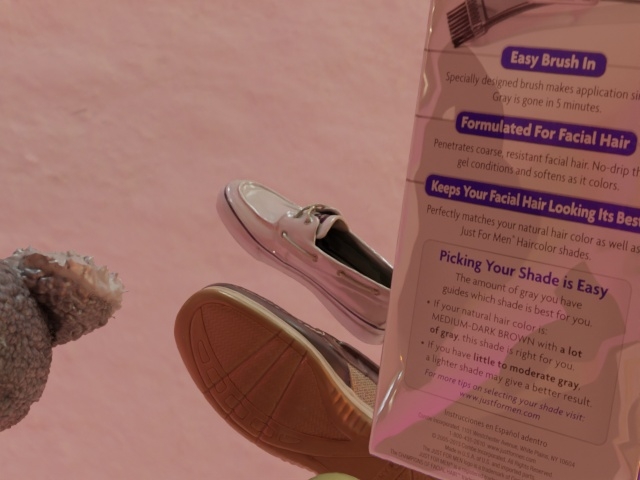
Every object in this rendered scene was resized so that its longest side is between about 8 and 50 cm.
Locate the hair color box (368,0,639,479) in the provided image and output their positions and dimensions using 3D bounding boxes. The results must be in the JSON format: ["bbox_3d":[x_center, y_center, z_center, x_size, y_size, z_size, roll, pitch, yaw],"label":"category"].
[{"bbox_3d":[0.151,-0.008,0.664,0.185,0.110,0.339,13,101,36],"label":"hair color box"}]

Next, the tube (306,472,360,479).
[{"bbox_3d":[-0.019,0.158,0.483,0.070,0.240,0.062,30,95,15],"label":"tube"}]

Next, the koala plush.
[{"bbox_3d":[-0.226,0.034,0.557,0.196,0.221,0.203,-50,39,-14],"label":"koala plush"}]

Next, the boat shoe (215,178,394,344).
[{"bbox_3d":[0.000,0.000,1.004,0.226,0.076,0.083,38,38,13],"label":"boat shoe"}]

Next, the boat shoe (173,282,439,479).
[{"bbox_3d":[0.006,0.131,0.870,0.285,0.092,0.103,37,115,-4],"label":"boat shoe"}]
